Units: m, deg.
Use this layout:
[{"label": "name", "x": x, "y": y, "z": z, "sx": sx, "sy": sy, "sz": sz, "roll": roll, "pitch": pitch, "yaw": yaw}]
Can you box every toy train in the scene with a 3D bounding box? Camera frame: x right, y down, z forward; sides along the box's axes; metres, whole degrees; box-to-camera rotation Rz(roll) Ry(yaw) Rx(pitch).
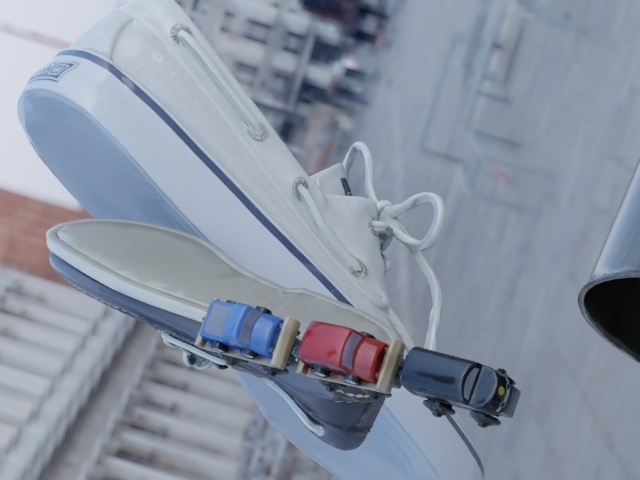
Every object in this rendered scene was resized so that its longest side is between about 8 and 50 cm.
[{"label": "toy train", "x": 0.009, "y": 0.050, "z": 0.759, "sx": 0.036, "sy": 0.158, "sz": 0.027, "roll": 40, "pitch": -114, "yaw": -56}]

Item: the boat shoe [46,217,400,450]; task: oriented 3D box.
[{"label": "boat shoe", "x": -0.058, "y": 0.047, "z": 0.907, "sx": 0.075, "sy": 0.206, "sz": 0.065, "roll": -32, "pitch": -42, "yaw": -55}]

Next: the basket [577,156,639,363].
[{"label": "basket", "x": 0.231, "y": -0.047, "z": 0.787, "sx": 0.154, "sy": 0.204, "sz": 0.227, "roll": -6, "pitch": 60, "yaw": 54}]

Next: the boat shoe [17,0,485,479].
[{"label": "boat shoe", "x": -0.005, "y": 0.000, "z": 1.055, "sx": 0.156, "sy": 0.367, "sz": 0.136, "roll": -49, "pitch": 13, "yaw": -28}]
